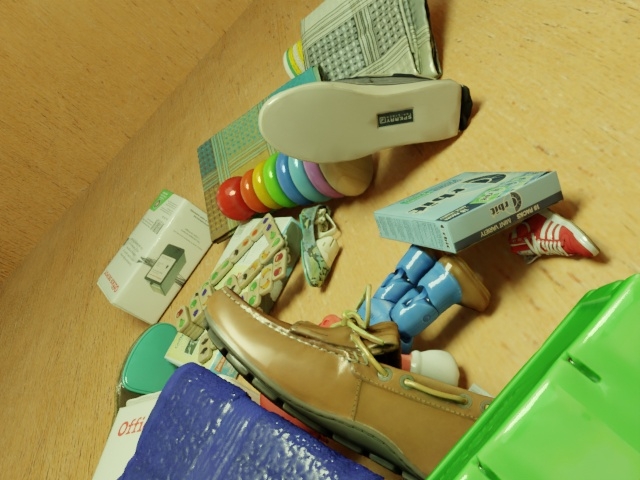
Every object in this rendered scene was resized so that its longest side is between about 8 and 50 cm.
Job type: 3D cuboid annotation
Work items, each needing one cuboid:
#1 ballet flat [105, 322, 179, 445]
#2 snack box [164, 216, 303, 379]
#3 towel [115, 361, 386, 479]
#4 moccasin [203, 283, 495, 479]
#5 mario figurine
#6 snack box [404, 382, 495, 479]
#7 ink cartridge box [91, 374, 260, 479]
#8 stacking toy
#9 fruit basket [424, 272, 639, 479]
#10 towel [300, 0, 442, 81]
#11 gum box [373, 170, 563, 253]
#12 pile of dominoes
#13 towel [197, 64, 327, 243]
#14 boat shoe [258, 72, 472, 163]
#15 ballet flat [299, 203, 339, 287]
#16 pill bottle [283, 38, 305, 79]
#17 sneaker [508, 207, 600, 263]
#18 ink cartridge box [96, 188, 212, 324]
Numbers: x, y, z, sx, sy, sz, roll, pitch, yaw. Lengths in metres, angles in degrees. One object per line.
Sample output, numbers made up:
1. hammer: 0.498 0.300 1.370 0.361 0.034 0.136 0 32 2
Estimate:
1. ballet flat: -0.339 0.317 1.139 0.124 0.116 0.342 -53 28 40
2. snack box: -0.157 0.105 1.139 0.187 0.060 0.321 1 59 54
3. towel: -0.093 0.277 0.609 0.308 0.076 0.227 16 71 42
4. moccasin: 0.050 0.134 0.605 0.380 0.139 0.147 23 74 26
5. mario figurine: 0.065 0.150 0.775 0.320 0.170 0.198 -41 -6 -1
6. snack box: 0.135 0.240 0.640 0.178 0.022 0.064 -54 29 -3
7. ink cartridge box: -0.192 0.398 0.777 0.279 0.160 0.384 -23 42 38
8. stacking toy: -0.067 -0.112 1.144 0.330 0.141 0.141 -17 45 38
9. fruit basket: 0.232 0.244 0.351 0.392 0.283 0.391 -2 81 15
10. towel: 0.084 -0.402 1.238 0.324 0.056 0.312 -22 66 38
11. gum box: 0.176 -0.042 0.760 0.157 0.041 0.184 -24 14 -16
12. pile of dominoes: -0.161 0.073 1.078 0.251 0.040 0.196 -47 32 8
13. towel: -0.115 -0.180 1.296 0.370 0.040 0.271 -29 59 28
14. boat shoe: 0.059 -0.207 0.989 0.158 0.341 0.127 -128 35 -65
15. ballet flat: 0.000 0.000 1.041 0.070 0.070 0.188 -37 37 24
16. pill bottle: 0.021 -0.454 1.432 0.208 0.118 0.117 -28 38 35
17. sneaker: 0.262 0.005 0.697 0.067 0.042 0.118 -44 24 7
18. ink cartridge box: -0.393 0.034 1.470 0.289 0.121 0.211 -56 30 -6
